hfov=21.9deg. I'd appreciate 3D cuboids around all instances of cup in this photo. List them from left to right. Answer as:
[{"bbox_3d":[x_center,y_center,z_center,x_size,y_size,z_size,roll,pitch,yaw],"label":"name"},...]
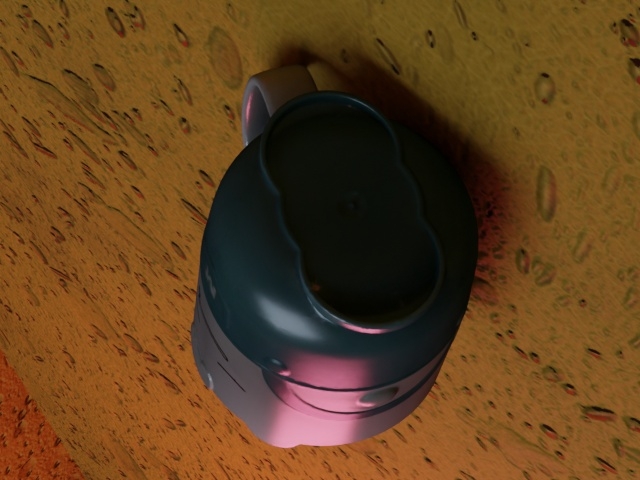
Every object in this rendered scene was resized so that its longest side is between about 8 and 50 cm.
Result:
[{"bbox_3d":[0.000,0.000,1.330,0.258,0.219,0.290,104,150,-64],"label":"cup"}]
